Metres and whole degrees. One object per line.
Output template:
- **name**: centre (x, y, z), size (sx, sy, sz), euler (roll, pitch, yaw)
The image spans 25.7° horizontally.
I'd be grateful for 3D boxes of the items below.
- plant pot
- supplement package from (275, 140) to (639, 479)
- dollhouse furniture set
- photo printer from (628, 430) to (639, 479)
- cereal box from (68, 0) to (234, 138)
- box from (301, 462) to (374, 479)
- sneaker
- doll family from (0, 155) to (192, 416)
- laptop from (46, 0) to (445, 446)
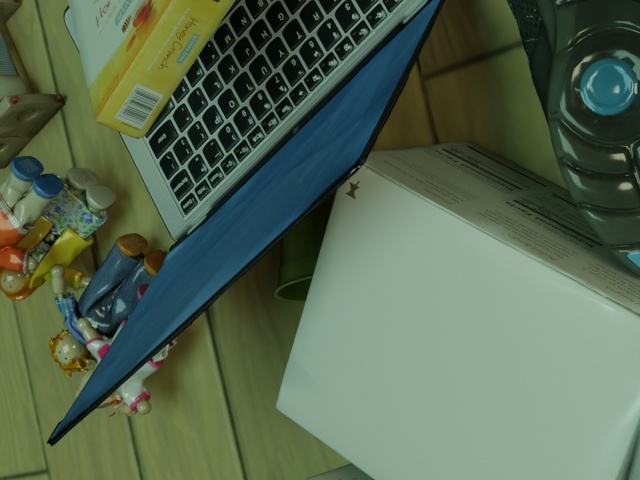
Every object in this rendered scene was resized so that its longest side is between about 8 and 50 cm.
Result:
- **plant pot**: centre (0.000, 0.000, 1.102), size (0.083, 0.083, 0.079), euler (-22, 69, 41)
- **supplement package**: centre (0.129, 0.079, 0.946), size (0.262, 0.145, 0.204), euler (32, 116, 35)
- **dollhouse furniture set**: centre (-0.367, -0.148, 1.329), size (0.129, 0.183, 0.129), euler (-38, 71, 38)
- **photo printer**: centre (0.240, 0.206, 0.696), size (0.307, 0.107, 0.256), euler (-101, 16, -65)
- **cereal box**: centre (-0.132, -0.213, 1.093), size (0.173, 0.047, 0.240), euler (-54, 34, 23)
- **box**: centre (0.040, 0.292, 1.073), size (0.182, 0.119, 0.181), euler (43, 122, 29)
- **sneaker**: centre (0.184, -0.139, 0.882), size (0.125, 0.139, 0.341), euler (-17, 82, 9)
- **doll family**: centre (-0.221, 0.043, 1.295), size (0.263, 0.118, 0.163), euler (46, 119, 6)
- **laptop**: centre (-0.104, -0.128, 1.063), size (0.382, 0.236, 0.408), euler (-41, 69, 37)
